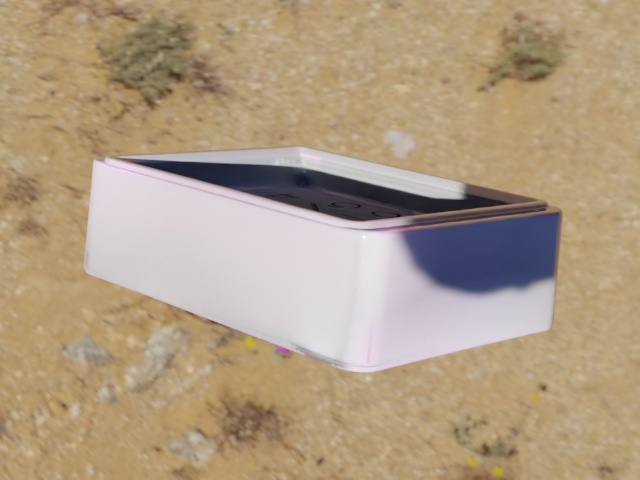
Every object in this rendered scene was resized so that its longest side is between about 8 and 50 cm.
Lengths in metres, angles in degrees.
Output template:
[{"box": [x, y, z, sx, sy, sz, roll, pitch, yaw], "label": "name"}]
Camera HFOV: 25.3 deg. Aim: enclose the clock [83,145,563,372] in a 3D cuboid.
[{"box": [0.000, 0.000, 0.694, 0.150, 0.197, 0.063, -7, 107, -45], "label": "clock"}]
